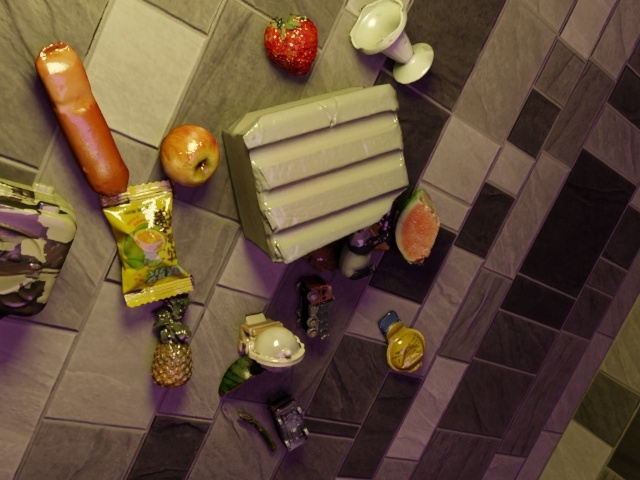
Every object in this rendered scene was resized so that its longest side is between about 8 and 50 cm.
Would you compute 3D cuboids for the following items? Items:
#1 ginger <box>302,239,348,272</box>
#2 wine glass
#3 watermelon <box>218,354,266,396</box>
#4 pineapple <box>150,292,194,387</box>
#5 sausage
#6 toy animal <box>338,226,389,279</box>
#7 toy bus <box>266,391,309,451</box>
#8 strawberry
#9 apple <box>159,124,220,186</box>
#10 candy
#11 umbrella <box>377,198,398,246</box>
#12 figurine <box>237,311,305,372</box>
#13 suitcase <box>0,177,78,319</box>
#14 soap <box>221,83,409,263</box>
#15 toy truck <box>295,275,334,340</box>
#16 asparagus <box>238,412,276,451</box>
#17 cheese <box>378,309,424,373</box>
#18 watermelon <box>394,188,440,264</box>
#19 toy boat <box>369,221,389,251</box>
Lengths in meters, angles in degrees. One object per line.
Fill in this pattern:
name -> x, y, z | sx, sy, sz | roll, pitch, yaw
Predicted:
ginger -> 0.001, 0.001, 1.859 | 0.333, 0.080, 0.166 | 28, 83, -36
wine glass -> 0.196, -0.518, 1.708 | 0.196, 0.165, 0.165 | 29, 94, -43
watermelon -> -0.208, 0.391, 1.893 | 0.181, 0.075, 0.092 | -25, 126, -23
pineapple -> -0.386, 0.252, 1.706 | 0.125, 0.125, 0.252 | -2, 106, -32
sausage -> -0.513, -0.251, 1.407 | 0.097, 0.094, 0.349 | -36, 125, -31
toy animal -> 0.111, 0.013, 1.810 | 0.121, 0.094, 0.225 | -25, 146, -35
toy bus -> -0.103, 0.559, 2.024 | 0.086, 0.098, 0.178 | -26, 125, -20
strawberry -> -0.070, -0.467, 1.579 | 0.131, 0.131, 0.148 | -17, 120, -26
apple -> -0.311, -0.204, 1.541 | 0.146, 0.146, 0.147 | -13, 117, -28
candy -> -0.416, 0.008, 1.593 | 0.187, 0.081, 0.298 | -15, 107, -27
umbrella -> 0.200, -0.083, 1.961 | 0.066, 0.059, 0.236 | -12, 117, -54
figurine -> -0.138, 0.296, 1.803 | 0.162, 0.236, 0.141 | -7, 107, -33
suitcase -> -0.714, 0.023, 1.339 | 0.351, 0.194, 0.339 | 16, 107, -35
soap -> -0.003, -0.188, 1.663 | 0.434, 0.213, 0.351 | -22, 109, -23
toy truck -> -0.017, 0.199, 1.928 | 0.092, 0.083, 0.192 | -13, 118, -27
asparagus -> -0.187, 0.593, 2.026 | 0.034, 0.027, 0.236 | -46, 128, -21
cheese -> 0.272, 0.340, 2.188 | 0.156, 0.064, 0.250 | -37, 116, -15
watermelon -> 0.282, -0.056, 1.993 | 0.128, 0.146, 0.231 | 12, 121, -6
toy boat -> 0.136, -0.045, 1.907 | 0.201, 0.057, 0.077 | 54, 52, -18
